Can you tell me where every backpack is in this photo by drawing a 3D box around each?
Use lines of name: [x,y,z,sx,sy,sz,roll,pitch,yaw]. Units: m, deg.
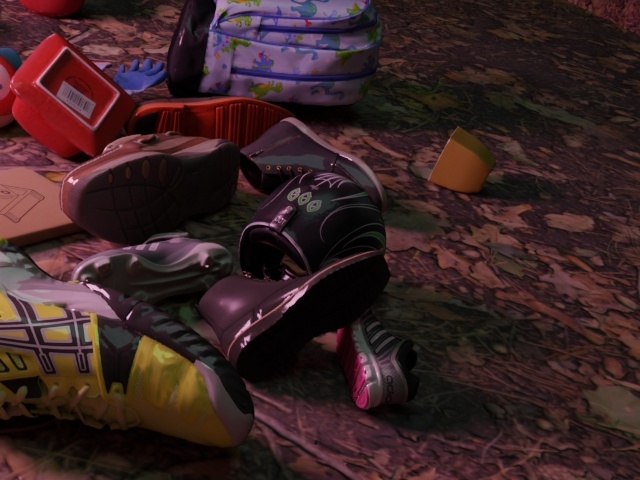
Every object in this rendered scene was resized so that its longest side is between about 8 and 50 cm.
backpack: [-0.069,-0.343,1.877,0.355,0.273,0.290,19,20,-12]

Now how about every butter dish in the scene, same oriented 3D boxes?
butter dish: [-0.370,-0.184,1.527,0.160,0.118,0.160,41,37,-18]

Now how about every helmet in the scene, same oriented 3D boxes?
helmet: [0.000,0.000,1.287,0.169,0.169,0.161,29,47,30]

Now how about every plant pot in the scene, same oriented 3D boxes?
plant pot: [0.233,-0.121,1.733,0.083,0.082,0.081,30,27,6]

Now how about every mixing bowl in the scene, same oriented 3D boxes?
mixing bowl: [-0.528,-0.496,2.103,0.181,0.098,0.181,11,25,-5]

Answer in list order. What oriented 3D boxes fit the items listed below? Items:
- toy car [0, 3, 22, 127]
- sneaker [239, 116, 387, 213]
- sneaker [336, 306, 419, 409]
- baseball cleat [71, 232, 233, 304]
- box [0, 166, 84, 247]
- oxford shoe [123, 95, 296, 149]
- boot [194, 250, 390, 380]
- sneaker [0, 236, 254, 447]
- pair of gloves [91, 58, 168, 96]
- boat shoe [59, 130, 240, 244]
toy car: [-0.508,-0.298,1.542,0.219,0.238,0.210,-11,35,-41]
sneaker: [-0.016,-0.083,1.553,0.222,0.083,0.118,35,51,26]
sneaker: [0.064,0.120,1.168,0.074,0.063,0.170,6,31,-14]
baseball cleat: [-0.203,0.034,1.228,0.205,0.072,0.109,-2,15,-39]
box: [-0.396,-0.038,1.315,0.164,0.021,0.201,30,30,31]
oxford shoe: [-0.169,-0.186,1.650,0.271,0.097,0.098,1,22,-23]
boot: [-0.037,0.051,1.170,0.197,0.077,0.137,-30,36,-15]
sneaker: [-0.245,0.116,0.986,0.384,0.145,0.147,21,57,11]
pair of gloves: [-0.353,-0.262,1.739,0.198,0.023,0.159,7,30,17]
boat shoe: [-0.229,-0.076,1.379,0.116,0.123,0.324,20,17,23]
